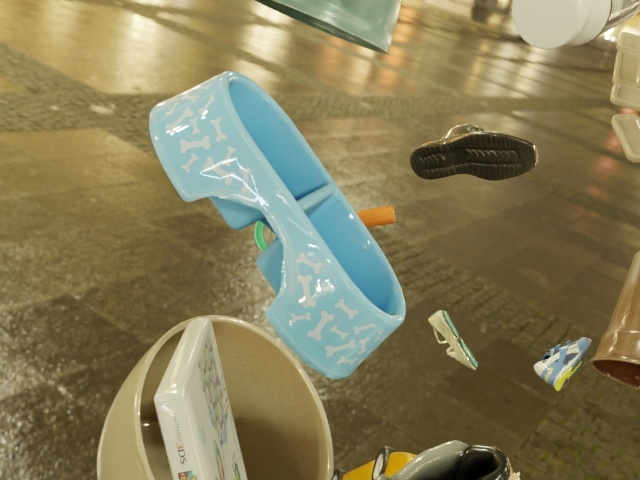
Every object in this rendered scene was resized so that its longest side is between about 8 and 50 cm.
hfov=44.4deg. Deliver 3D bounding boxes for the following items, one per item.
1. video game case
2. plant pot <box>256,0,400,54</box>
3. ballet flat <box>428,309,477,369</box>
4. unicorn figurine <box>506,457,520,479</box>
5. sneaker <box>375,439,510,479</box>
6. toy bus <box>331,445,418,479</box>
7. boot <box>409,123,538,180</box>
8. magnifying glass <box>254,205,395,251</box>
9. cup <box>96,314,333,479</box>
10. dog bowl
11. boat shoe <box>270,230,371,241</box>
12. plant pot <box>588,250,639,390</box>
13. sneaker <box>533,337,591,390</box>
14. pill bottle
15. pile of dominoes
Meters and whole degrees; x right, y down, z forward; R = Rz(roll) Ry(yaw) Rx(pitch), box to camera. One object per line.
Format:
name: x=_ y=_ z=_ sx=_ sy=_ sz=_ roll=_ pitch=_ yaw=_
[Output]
video game case: x=-0.065 y=0.133 z=0.470 sx=0.019 sy=0.143 sz=0.157 roll=-11 pitch=9 yaw=-1
plant pot: x=0.021 y=-0.473 z=1.365 sx=0.293 sy=0.196 sz=0.293 roll=22 pitch=10 yaw=-4
ballet flat: x=0.310 y=0.240 z=1.848 sx=0.168 sy=0.052 sz=0.057 roll=58 pitch=16 yaw=-7
unicorn figurine: x=0.310 y=0.472 z=1.359 sx=0.060 sy=0.111 sz=0.162 roll=15 pitch=25 yaw=38
sneaker: x=0.135 y=0.211 z=0.566 sx=0.228 sy=0.132 sz=0.086 roll=9 pitch=27 yaw=-12
toy bus: x=0.086 y=0.331 z=0.922 sx=0.108 sy=0.333 sz=0.130 roll=21 pitch=62 yaw=-7
boot: x=0.255 y=-0.153 z=1.219 sx=0.197 sy=0.077 sz=0.137 roll=5 pitch=28 yaw=34
magnifying glass: x=0.007 y=-0.024 z=1.275 sx=0.230 sy=0.092 sz=0.026 roll=-9 pitch=2 yaw=-5
cup: x=-0.180 y=0.303 z=1.103 sx=0.331 sy=0.237 sz=0.331 roll=30 pitch=42 yaw=-33
dog bowl: x=-0.029 y=-0.021 z=0.696 sx=0.297 sy=0.074 sz=0.166 roll=55 pitch=19 yaw=-1
boat shoe: x=0.000 y=-0.001 z=1.200 sx=0.081 sy=0.079 sz=0.227 roll=-7 pitch=11 yaw=-31
plant pot: x=0.453 y=0.107 z=1.020 sx=0.166 sy=0.165 sz=0.167 roll=18 pitch=-15 yaw=5
sneaker: x=0.428 y=0.204 z=1.374 sx=0.059 sy=0.053 sz=0.144 roll=27 pitch=37 yaw=33
pill bottle: x=0.483 y=-0.452 z=1.449 sx=0.162 sy=0.162 sz=0.278 roll=31 pitch=45 yaw=31
pile of dominoes: x=0.414 y=-0.108 z=0.802 sx=0.251 sy=0.040 sz=0.196 roll=19 pitch=54 yaw=8
